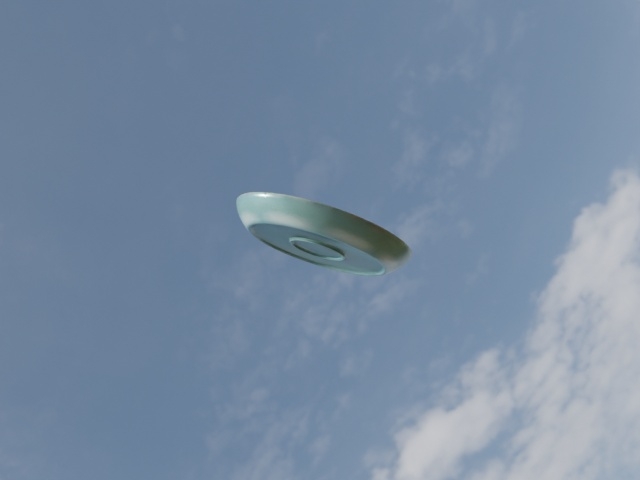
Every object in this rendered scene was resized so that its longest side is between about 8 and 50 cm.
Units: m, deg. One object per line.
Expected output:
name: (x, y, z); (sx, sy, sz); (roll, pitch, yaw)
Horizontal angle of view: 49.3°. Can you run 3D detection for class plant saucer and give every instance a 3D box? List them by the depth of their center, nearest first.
plant saucer: (0.000, 0.000, 1.204); (0.318, 0.318, 0.043); (29, -107, -42)
